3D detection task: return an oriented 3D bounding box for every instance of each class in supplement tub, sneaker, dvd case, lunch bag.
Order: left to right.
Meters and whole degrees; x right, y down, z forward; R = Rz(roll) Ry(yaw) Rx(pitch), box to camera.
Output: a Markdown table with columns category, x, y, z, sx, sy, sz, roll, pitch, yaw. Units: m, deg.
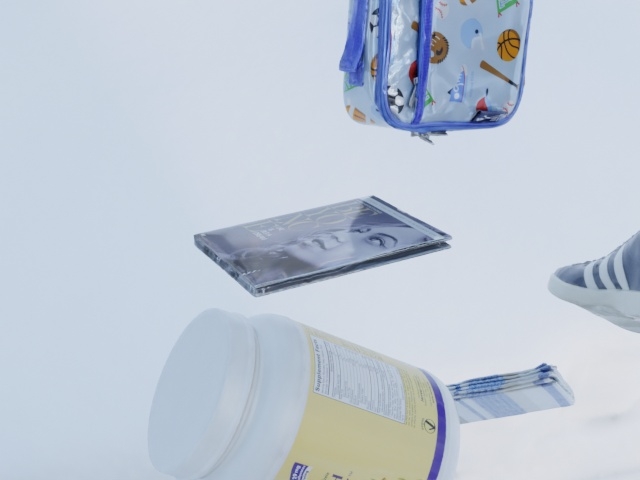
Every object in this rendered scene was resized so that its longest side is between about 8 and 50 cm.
| category | x | y | z | sx | sy | sz | roll | pitch | yaw |
| --- | --- | --- | --- | --- | --- | --- | --- | --- | --- |
| supplement tub | -0.020 | 0.231 | 1.304 | 0.331 | 0.241 | 0.241 | 23 | 39 | -26 |
| dvd case | 0.000 | 0.000 | 1.092 | 0.221 | 0.018 | 0.164 | -13 | 23 | -24 |
| lunch bag | 0.139 | -0.268 | 1.262 | 0.243 | 0.303 | 0.115 | -4 | 12 | -34 |
| sneaker | 0.419 | 0.038 | 1.356 | 0.131 | 0.350 | 0.148 | 23 | 86 | -16 |

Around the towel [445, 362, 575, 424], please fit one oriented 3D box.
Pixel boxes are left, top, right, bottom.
| category | x | y | z | sx | sy | sz | roll | pitch | yaw |
| --- | --- | --- | --- | --- | --- | --- | --- | --- | --- |
| towel | 0.234 | 0.242 | 1.592 | 0.285 | 0.209 | 0.034 | -13 | 67 | 19 |
